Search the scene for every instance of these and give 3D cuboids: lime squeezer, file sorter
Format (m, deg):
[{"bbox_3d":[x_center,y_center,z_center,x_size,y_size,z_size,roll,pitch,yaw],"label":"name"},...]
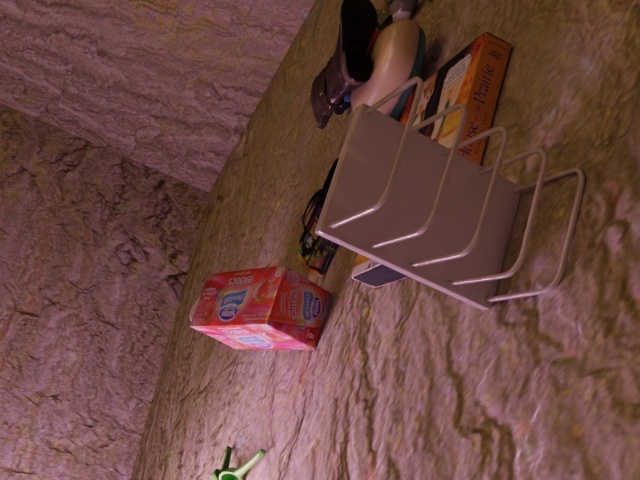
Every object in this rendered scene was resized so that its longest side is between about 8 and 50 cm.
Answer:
[{"bbox_3d":[-0.199,0.538,1.843,0.110,0.059,0.310,-40,3,-25],"label":"lime squeezer"},{"bbox_3d":[0.174,-0.054,1.016,0.173,0.278,0.193,-20,49,64],"label":"file sorter"}]

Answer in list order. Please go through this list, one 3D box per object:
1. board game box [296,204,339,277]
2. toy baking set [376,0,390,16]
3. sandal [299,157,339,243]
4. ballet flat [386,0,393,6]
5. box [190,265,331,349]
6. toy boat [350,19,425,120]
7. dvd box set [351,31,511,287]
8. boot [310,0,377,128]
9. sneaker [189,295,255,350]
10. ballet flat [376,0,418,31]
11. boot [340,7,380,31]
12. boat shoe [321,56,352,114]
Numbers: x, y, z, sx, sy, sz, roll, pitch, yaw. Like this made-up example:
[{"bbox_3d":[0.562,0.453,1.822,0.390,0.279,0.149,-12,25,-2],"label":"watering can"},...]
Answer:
[{"bbox_3d":[0.000,0.000,1.927,0.141,0.048,0.170,-66,16,8],"label":"board game box"},{"bbox_3d":[0.160,-0.642,2.346,0.197,0.030,0.256,-48,24,49],"label":"toy baking set"},{"bbox_3d":[-0.005,-0.102,2.077,0.254,0.054,0.097,-68,15,-4],"label":"sandal"},{"bbox_3d":[0.232,-0.714,2.149,0.188,0.070,0.070,-69,16,-9],"label":"ballet flat"},{"bbox_3d":[-0.140,0.160,1.806,0.300,0.154,0.142,-8,58,47],"label":"box"},{"bbox_3d":[0.165,-0.408,1.838,0.318,0.148,0.267,-100,31,-51],"label":"toy boat"},{"bbox_3d":[0.196,-0.135,1.444,0.307,0.062,0.420,-29,40,66],"label":"dvd box set"},{"bbox_3d":[0.038,-0.416,1.832,0.229,0.091,0.263,146,133,-61],"label":"boot"},{"bbox_3d":[-0.173,0.193,2.095,0.315,0.182,0.127,-17,46,31],"label":"sneaker"},{"bbox_3d":[0.206,-0.591,2.089,0.213,0.072,0.068,171,93,-73],"label":"ballet flat"},{"bbox_3d":[0.106,-0.534,2.145,0.258,0.095,0.123,-113,30,-44],"label":"boot"},{"bbox_3d":[0.044,-0.463,2.343,0.258,0.109,0.089,-86,21,-55],"label":"boat shoe"}]
